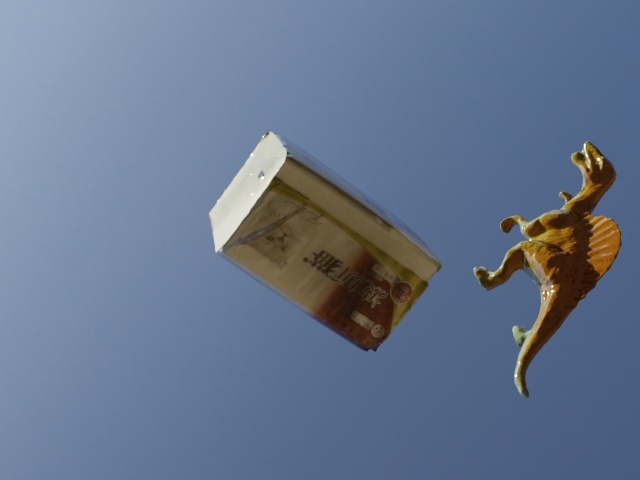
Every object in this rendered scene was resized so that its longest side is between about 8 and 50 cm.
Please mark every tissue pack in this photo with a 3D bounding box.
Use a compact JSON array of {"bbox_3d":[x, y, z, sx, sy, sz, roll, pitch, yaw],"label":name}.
[{"bbox_3d":[-0.001,0.000,0.880,0.148,0.106,0.099,34,-83,-17],"label":"tissue pack"}]

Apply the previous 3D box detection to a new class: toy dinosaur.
[{"bbox_3d":[0.206,0.026,0.945,0.142,0.057,0.212,-37,-140,23],"label":"toy dinosaur"}]
